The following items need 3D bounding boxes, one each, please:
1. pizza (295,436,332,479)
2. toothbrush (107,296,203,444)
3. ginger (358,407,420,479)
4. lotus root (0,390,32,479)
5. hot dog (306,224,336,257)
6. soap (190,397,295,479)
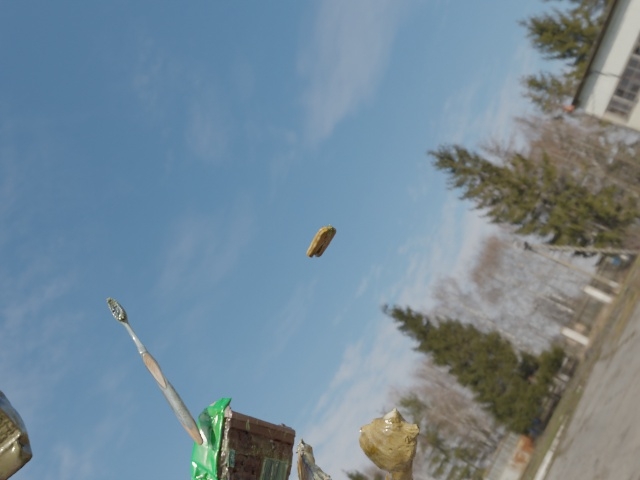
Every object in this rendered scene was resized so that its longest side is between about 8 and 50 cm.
[{"bbox_3d":[-0.003,0.398,1.096,0.195,0.052,0.185,107,155,-63],"label":"pizza"},{"bbox_3d":[-0.349,0.270,1.445,0.028,0.375,0.037,-34,-16,-13],"label":"toothbrush"},{"bbox_3d":[0.107,0.342,1.095,0.067,0.096,0.165,-53,-33,-57],"label":"ginger"},{"bbox_3d":[-0.445,0.156,0.808,0.074,0.261,0.170,-42,17,-20],"label":"lotus root"},{"bbox_3d":[0.000,0.000,1.230,0.037,0.021,0.083,1,-43,-37],"label":"hot dog"},{"bbox_3d":[-0.161,0.479,1.518,0.273,0.098,0.218,36,-128,-50],"label":"soap"}]
